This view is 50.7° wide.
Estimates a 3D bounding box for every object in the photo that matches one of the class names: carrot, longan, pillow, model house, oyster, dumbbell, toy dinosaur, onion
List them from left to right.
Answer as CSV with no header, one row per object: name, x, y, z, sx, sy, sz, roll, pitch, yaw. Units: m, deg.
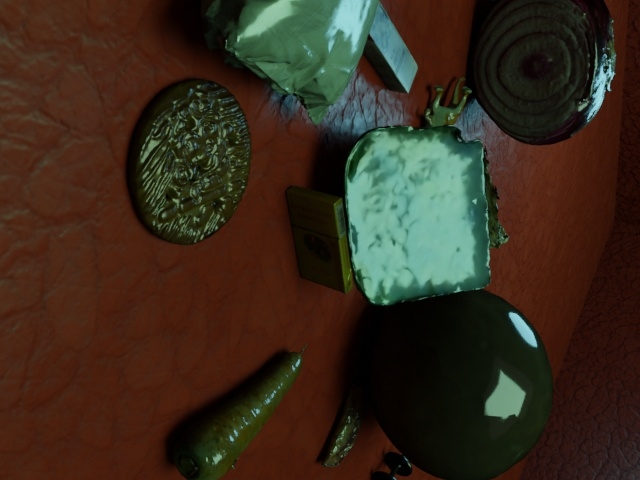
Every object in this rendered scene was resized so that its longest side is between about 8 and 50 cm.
carrot,-0.089,0.224,0.936,0.298,0.078,0.078,-38,133,-52
pillow,-0.007,-0.308,0.772,0.283,0.138,0.310,26,82,-68
dumbbell,0.156,0.504,1.459,0.147,0.069,0.069,-44,138,-42
model house,0.118,-0.057,1.086,0.225,0.241,0.261,-8,102,-12
toy dinosaur,0.241,-0.228,1.301,0.212,0.057,0.142,-31,140,-49
longan,0.260,0.259,1.273,0.404,0.336,0.405,-21,90,-78
oyster,0.378,-0.089,1.578,0.166,0.094,0.294,-63,142,-57
onion,0.470,-0.374,1.419,0.260,0.281,0.337,-25,110,-56

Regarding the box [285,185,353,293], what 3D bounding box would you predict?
box,0.000,0.000,0.961,0.023,0.086,0.155,-44,138,-41

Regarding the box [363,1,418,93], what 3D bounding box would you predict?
box,0.092,-0.302,1.031,0.218,0.039,0.055,34,75,-58

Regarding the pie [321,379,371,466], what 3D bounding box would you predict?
pie,0.054,0.343,1.254,0.092,0.034,0.170,43,65,-52

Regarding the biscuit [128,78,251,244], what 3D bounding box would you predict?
biscuit,-0.137,-0.086,0.756,0.188,0.027,0.188,-30,126,-51
